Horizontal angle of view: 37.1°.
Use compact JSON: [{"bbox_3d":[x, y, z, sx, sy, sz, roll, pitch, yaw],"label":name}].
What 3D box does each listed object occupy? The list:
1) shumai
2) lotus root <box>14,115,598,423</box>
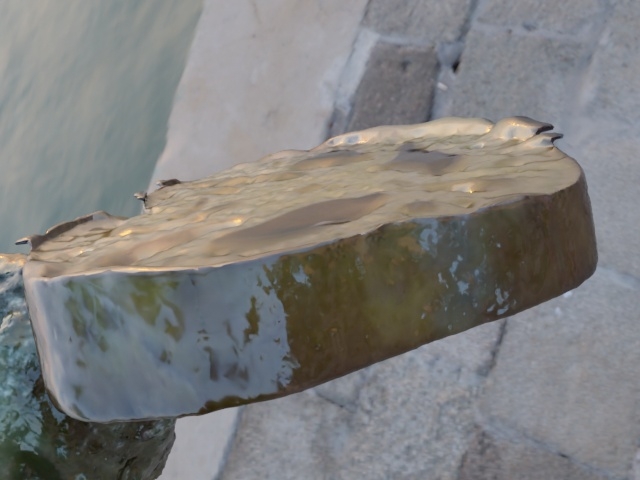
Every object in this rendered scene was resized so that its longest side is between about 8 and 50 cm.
[{"bbox_3d":[-0.383,0.242,1.066,0.395,0.395,0.348,-16,24,43],"label":"shumai"},{"bbox_3d":[0.000,0.000,0.650,0.374,0.390,0.111,-6,104,38],"label":"lotus root"}]
